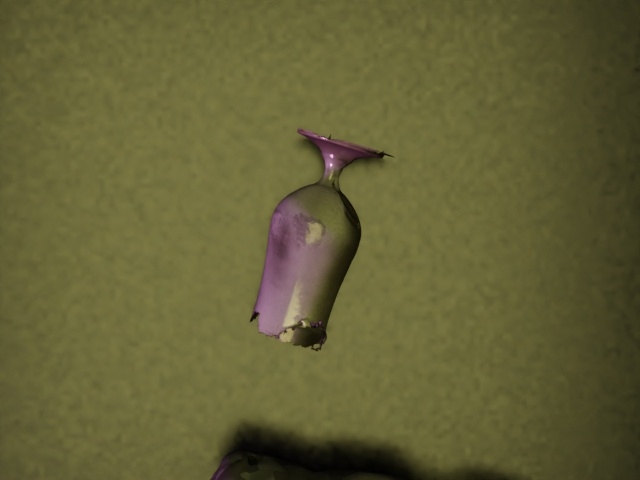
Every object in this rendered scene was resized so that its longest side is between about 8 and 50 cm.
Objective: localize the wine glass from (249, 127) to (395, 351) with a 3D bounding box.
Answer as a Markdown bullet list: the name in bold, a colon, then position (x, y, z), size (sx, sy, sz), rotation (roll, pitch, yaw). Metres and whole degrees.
- **wine glass**: position (0.000, 0.000, 0.379), size (0.039, 0.042, 0.083), rotation (17, 94, 36)

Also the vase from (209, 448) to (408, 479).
- **vase**: position (0.057, 0.126, 0.371), size (0.211, 0.060, 0.060), rotation (19, 90, -1)
